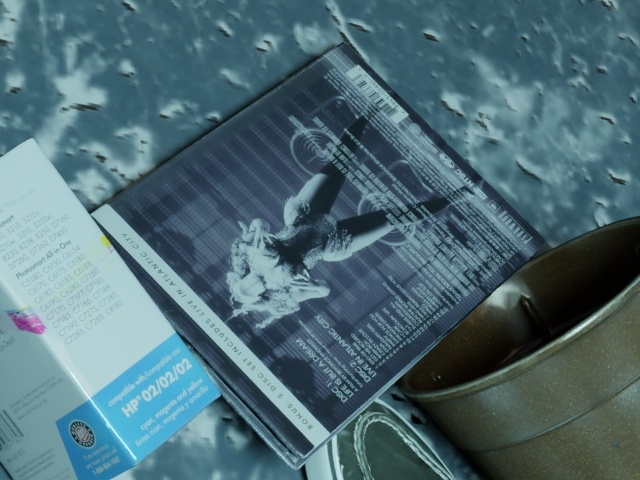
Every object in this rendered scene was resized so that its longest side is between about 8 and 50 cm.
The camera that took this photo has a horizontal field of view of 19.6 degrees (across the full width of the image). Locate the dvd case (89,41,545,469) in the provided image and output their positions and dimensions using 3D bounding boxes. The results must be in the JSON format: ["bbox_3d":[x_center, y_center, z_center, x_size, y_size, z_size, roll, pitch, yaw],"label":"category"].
[{"bbox_3d":[0.000,0.000,0.981,0.164,0.018,0.221,45,51,8],"label":"dvd case"}]

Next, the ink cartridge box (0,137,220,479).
[{"bbox_3d":[-0.140,0.027,0.841,0.061,0.104,0.181,-38,94,-39],"label":"ink cartridge box"}]

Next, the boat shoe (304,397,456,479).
[{"bbox_3d":[0.074,0.167,0.946,0.078,0.070,0.219,-34,91,-39],"label":"boat shoe"}]

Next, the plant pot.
[{"bbox_3d":[0.155,0.099,0.980,0.167,0.167,0.165,-41,102,-38],"label":"plant pot"}]
